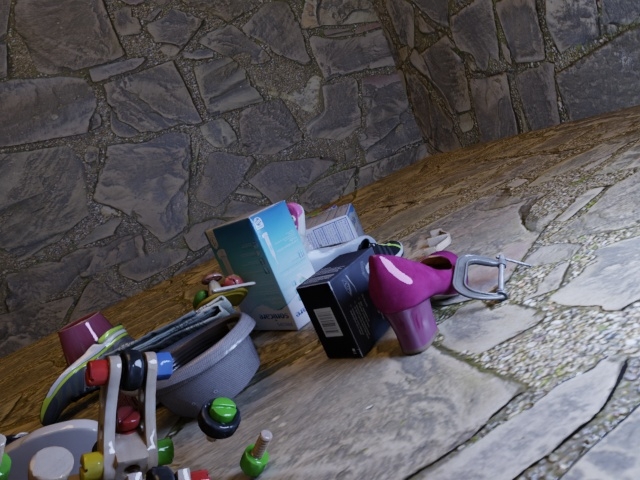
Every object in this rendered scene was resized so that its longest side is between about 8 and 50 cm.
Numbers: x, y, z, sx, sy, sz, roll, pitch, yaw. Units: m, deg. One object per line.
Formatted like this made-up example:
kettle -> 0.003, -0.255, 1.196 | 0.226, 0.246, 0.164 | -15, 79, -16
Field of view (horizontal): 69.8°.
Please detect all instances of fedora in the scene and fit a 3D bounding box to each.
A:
fedora -> -0.228, 0.257, 0.896 | 0.275, 0.124, 0.244 | -29, 9, 1

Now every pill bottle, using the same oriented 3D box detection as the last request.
pill bottle -> -0.402, 0.331, 1.014 | 0.152, 0.086, 0.086 | -20, 11, 20

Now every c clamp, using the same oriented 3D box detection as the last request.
c clamp -> 0.318, 0.065, 0.855 | 0.137, 0.022, 0.161 | 16, 36, 19

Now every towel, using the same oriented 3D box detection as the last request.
towel -> -0.350, 0.240, 1.115 | 0.312, 0.056, 0.324 | -25, -15, -8

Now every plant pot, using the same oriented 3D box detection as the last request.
plant pot -> -0.714, 0.330, 1.437 | 0.201, 0.180, 0.201 | -23, 10, 4

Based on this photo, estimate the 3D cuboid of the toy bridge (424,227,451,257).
toy bridge -> 0.330, -0.001, 1.272 | 0.063, 0.026, 0.188 | -16, 12, 24

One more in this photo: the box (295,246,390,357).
box -> 0.058, 0.119, 0.891 | 0.093, 0.156, 0.158 | -15, 13, 43

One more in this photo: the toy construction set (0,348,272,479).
toy construction set -> -0.274, 0.314, 0.577 | 0.309, 0.257, 0.237 | -10, -50, -58

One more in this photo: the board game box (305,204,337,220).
board game box -> -0.050, -0.025, 1.898 | 0.275, 0.144, 0.142 | -17, 12, 32

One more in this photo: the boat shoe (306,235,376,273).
boat shoe -> 0.023, 0.059, 1.407 | 0.306, 0.113, 0.105 | -24, 3, -21

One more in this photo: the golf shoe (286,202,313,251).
golf shoe -> -0.082, 0.015, 1.430 | 0.115, 0.306, 0.140 | 33, 36, 33

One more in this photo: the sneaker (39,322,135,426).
sneaker -> -0.603, 0.365, 1.217 | 0.300, 0.121, 0.111 | -52, 1, -30

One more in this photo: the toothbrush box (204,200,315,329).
toothbrush box -> -0.139, 0.073, 1.167 | 0.216, 0.296, 0.126 | -14, 12, 47

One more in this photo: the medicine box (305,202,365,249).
medicine box -> 0.000, 0.000, 1.643 | 0.289, 0.149, 0.263 | -21, 11, 11

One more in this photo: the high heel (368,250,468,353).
high heel -> 0.196, 0.045, 0.891 | 0.127, 0.181, 0.377 | -18, 12, 25

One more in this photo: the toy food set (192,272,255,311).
toy food set -> -0.251, 0.124, 1.130 | 0.128, 0.071, 0.218 | -11, -22, -35

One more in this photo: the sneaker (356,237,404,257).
sneaker -> 0.158, 0.031, 1.282 | 0.084, 0.097, 0.234 | -15, 13, 38

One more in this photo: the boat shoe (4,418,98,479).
boat shoe -> -0.545, 0.399, 0.851 | 0.340, 0.127, 0.158 | -25, 18, -5
